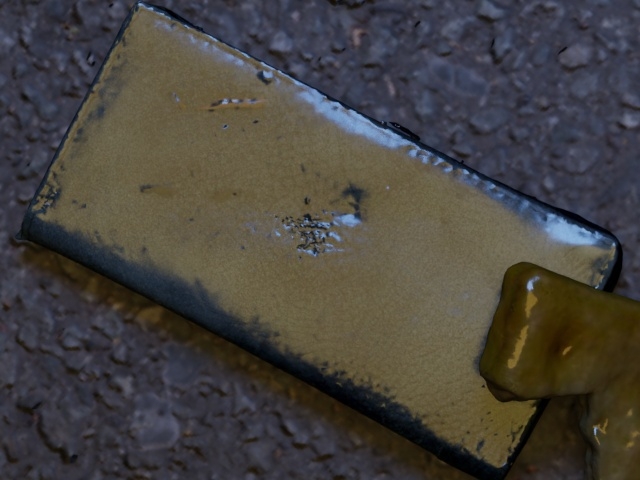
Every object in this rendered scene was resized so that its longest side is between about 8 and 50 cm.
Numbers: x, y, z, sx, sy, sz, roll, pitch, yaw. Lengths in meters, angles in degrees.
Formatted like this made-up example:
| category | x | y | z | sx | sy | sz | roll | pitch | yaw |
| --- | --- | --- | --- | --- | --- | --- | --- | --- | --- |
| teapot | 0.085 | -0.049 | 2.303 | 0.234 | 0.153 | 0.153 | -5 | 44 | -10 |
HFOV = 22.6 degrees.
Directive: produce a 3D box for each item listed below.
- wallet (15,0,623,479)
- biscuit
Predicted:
| category | x | y | z | sx | sy | sz | roll | pitch | yaw |
| --- | --- | --- | --- | --- | --- | --- | --- | --- | --- |
| wallet | 0.000 | 0.000 | 1.080 | 0.379 | 0.046 | 0.190 | 28 | 91 | 6 |
| biscuit | 0.175 | 0.112 | 1.033 | 0.183 | 0.039 | 0.174 | 21 | 93 | -19 |
